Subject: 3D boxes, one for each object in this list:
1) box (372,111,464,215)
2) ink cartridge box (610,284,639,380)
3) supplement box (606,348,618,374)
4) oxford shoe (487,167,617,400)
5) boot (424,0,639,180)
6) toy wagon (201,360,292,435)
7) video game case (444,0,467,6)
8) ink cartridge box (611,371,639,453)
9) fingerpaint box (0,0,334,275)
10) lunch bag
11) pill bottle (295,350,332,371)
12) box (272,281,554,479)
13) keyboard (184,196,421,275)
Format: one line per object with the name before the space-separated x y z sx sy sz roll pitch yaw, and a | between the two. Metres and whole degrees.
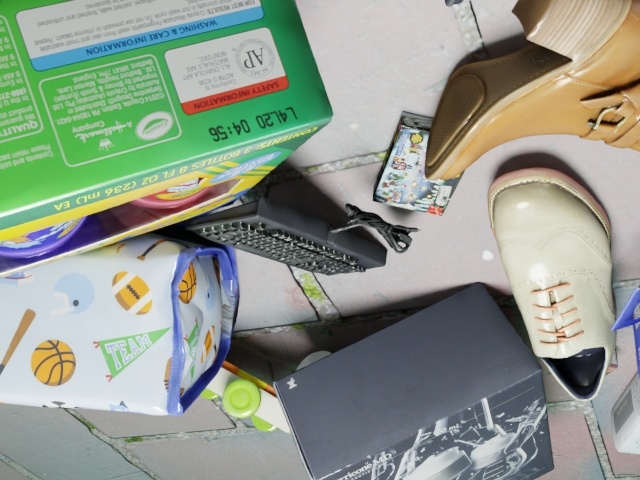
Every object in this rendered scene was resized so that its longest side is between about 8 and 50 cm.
box | 0.125 -0.090 0.990 0.094 0.027 0.137 11 141 -5
ink cartridge box | 0.576 0.081 1.031 0.395 0.151 0.270 8 142 3
supplement box | 0.408 0.180 1.264 0.083 0.043 0.055 18 140 -11
oxford shoe | 0.317 0.066 1.054 0.140 0.146 0.397 -13 136 26
boot | 0.256 -0.138 0.855 0.220 0.109 0.283 18 129 -20
toy wagon | -0.187 0.221 1.332 0.344 0.068 0.267 27 166 13
video game case | 0.219 -0.240 0.587 0.248 0.275 0.035 -15 95 5
ink cartridge box | 0.692 0.253 1.270 0.385 0.091 0.308 7 142 4
fingerpaint box | -0.262 -0.066 0.703 0.445 0.163 0.371 -19 179 -20
lunch bag | -0.289 0.079 1.082 0.328 0.239 0.385 6 180 4
pill bottle | 0.046 0.276 1.389 0.117 0.117 0.208 -17 136 28
box | 0.149 0.282 1.223 0.343 0.179 0.312 -26 136 -3
keyboard | 0.000 0.000 1.022 0.201 0.033 0.317 -16 162 28
